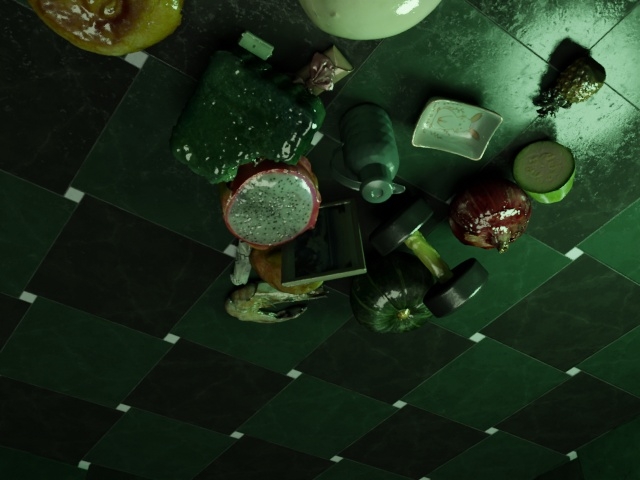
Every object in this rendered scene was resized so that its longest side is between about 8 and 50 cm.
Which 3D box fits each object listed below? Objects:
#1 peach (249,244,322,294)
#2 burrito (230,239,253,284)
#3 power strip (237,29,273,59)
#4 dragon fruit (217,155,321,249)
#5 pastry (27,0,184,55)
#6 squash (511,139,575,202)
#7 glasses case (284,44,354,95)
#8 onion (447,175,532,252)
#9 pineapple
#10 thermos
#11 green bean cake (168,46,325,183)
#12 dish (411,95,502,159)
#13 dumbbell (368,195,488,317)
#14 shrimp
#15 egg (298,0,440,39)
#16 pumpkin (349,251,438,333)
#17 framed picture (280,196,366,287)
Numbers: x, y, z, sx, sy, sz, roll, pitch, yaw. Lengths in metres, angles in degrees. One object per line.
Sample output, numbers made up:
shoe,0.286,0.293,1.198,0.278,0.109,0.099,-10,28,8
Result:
peach,-0.097,0.064,2.083,0.236,0.214,0.214,-1,135,7
burrito,-0.242,0.066,2.176,0.064,0.064,0.203,9,132,-13
power strip,-0.157,-0.474,1.681,0.090,0.016,0.040,25,125,-26
dragon fruit,-0.139,-0.137,1.910,0.291,0.189,0.290,-8,133,-9
pastry,-0.454,-0.560,1.479,0.356,0.163,0.355,-6,139,-5
squash,0.635,-0.185,1.942,0.170,0.170,0.123,-25,146,18
glasses case,-0.021,-0.404,1.725,0.194,0.070,0.102,-31,128,23
onion,0.491,-0.060,2.002,0.252,0.219,0.252,-5,147,-3
pineapple,0.639,-0.385,1.790,0.108,0.108,0.197,19,142,-22
thermos,0.113,-0.217,1.769,0.182,0.286,0.144,5,133,-8
green bean cake,-0.178,-0.276,1.693,0.300,0.169,0.307,34,113,-2
dish,0.355,-0.311,1.842,0.213,0.077,0.151,10,131,-14
dumbbell,0.313,0.047,2.009,0.322,0.204,0.204,49,120,0
shrimp,-0.142,0.208,2.317,0.361,0.085,0.246,-11,143,10
egg,0.106,-0.561,1.437,0.345,0.283,0.283,-1,134,-7
pumpkin,0.237,0.171,2.221,0.301,0.207,0.300,-11,132,-13
framed picture,0.000,0.000,1.951,0.232,0.314,0.024,-11,132,5
